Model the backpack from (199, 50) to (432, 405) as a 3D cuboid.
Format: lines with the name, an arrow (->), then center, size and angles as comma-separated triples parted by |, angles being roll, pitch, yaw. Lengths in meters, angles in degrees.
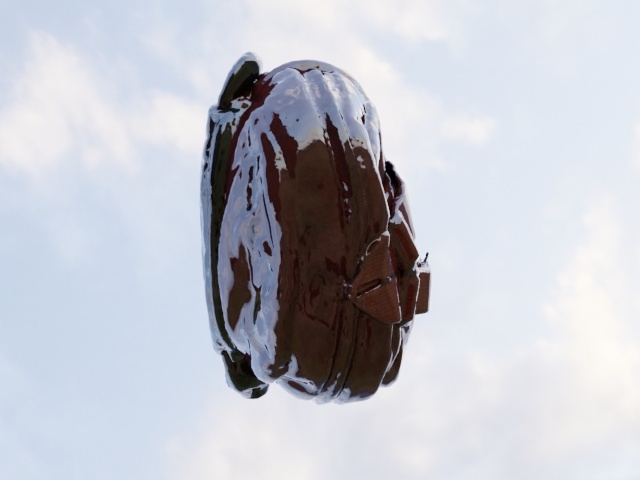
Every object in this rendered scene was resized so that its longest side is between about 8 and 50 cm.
backpack -> -0.003, 0.000, 0.702 | 0.138, 0.229, 0.229 | -3, -65, -6
